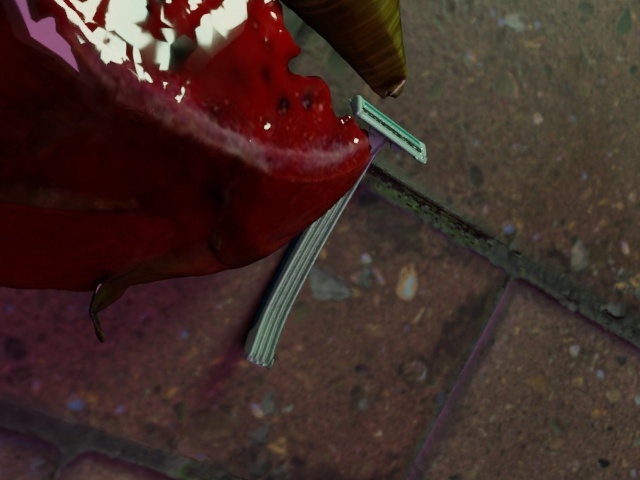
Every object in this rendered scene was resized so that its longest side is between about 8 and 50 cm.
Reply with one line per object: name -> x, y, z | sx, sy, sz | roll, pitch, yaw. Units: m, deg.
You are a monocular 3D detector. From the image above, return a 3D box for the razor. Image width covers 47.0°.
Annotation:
razor -> -0.002, -0.001, 0.507 | 0.068, 0.037, 0.191 | 30, 91, -30

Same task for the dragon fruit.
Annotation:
dragon fruit -> -0.144, -0.058, 0.363 | 0.282, 0.100, 0.343 | -33, 129, 15

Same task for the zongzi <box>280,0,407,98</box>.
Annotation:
zongzi -> 0.021, -0.262, 0.401 | 0.288, 0.134, 0.286 | 40, 90, -22
